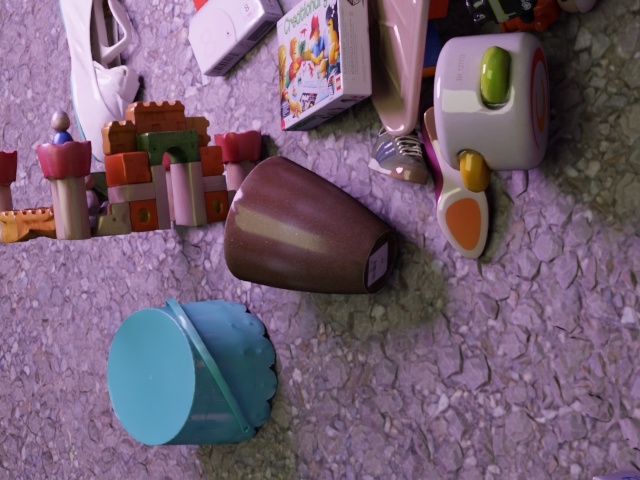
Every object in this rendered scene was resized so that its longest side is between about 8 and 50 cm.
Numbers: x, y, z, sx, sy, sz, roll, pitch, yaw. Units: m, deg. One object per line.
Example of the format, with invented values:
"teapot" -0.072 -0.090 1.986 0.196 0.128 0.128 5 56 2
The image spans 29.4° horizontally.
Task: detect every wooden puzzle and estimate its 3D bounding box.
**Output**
"wooden puzzle" 0.116 -0.384 1.837 0.348 0.080 0.322 98 157 -45

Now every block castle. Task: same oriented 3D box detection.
"block castle" -0.341 -0.122 2.099 0.303 0.453 0.213 -1 95 44

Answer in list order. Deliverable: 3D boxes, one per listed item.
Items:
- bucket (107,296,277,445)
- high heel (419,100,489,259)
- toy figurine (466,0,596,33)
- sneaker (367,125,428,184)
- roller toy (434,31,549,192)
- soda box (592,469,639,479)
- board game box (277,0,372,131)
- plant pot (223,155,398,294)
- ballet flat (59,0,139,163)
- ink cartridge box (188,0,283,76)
"bucket" -0.233 0.234 2.160 0.281 0.183 0.281 -1 89 42
"high heel" 0.203 -0.094 1.864 0.082 0.117 0.244 -20 95 10
"toy figurine" 0.279 -0.395 1.671 0.148 0.213 0.210 -16 85 26
"sneaker" 0.123 -0.140 1.883 0.192 0.064 0.086 -146 69 -73
"roller toy" 0.237 -0.191 1.713 0.146 0.191 0.209 0 119 21
"soda box" 0.478 0.385 1.543 0.286 0.098 0.091 19 101 43
"board game box" 0.001 -0.297 1.965 0.305 0.053 0.193 163 106 -69
"plant pot" 0.000 0.000 1.957 0.230 0.215 0.215 21 103 28
"ballet flat" -0.428 -0.354 2.422 0.139 0.139 0.400 -25 71 40
"ink cartridge box" -0.179 -0.445 2.229 0.189 0.066 0.232 -39 67 36
